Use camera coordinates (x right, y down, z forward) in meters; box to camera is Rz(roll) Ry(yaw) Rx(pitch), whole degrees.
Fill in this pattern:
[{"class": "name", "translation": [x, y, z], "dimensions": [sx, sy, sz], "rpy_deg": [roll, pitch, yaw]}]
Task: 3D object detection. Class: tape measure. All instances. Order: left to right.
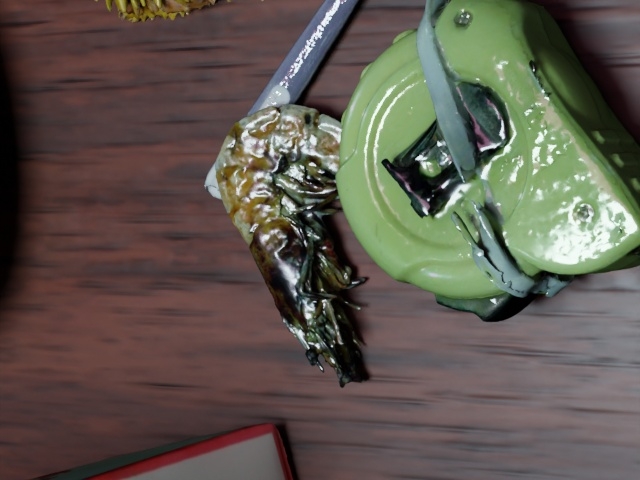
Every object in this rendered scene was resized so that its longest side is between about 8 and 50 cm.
[{"class": "tape measure", "translation": [0.082, -0.041, 0.946], "dimensions": [0.154, 0.087, 0.177], "rpy_deg": [-38, 71, 27]}]

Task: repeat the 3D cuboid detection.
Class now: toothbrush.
[{"class": "toothbrush", "translation": [0.015, -0.135, 1.019], "dimensions": [0.024, 0.026, 0.288], "rpy_deg": [39, 112, 9]}]

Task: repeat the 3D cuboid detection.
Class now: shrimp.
[{"class": "shrimp", "translation": [0.000, 0.000, 1.022], "dimensions": [0.091, 0.034, 0.161], "rpy_deg": [-24, 85, 21]}]

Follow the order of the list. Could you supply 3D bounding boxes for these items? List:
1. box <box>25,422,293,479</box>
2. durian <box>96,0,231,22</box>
[{"class": "box", "translation": [-0.184, 0.292, 0.989], "dimensions": [0.312, 0.314, 0.300], "rpy_deg": [-19, 85, 30]}, {"class": "durian", "translation": [-0.037, -0.244, 1.003], "dimensions": [0.187, 0.154, 0.260], "rpy_deg": [0, 100, 7]}]
